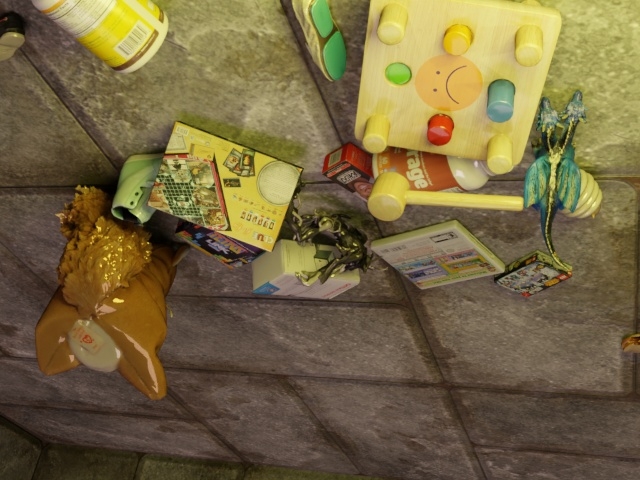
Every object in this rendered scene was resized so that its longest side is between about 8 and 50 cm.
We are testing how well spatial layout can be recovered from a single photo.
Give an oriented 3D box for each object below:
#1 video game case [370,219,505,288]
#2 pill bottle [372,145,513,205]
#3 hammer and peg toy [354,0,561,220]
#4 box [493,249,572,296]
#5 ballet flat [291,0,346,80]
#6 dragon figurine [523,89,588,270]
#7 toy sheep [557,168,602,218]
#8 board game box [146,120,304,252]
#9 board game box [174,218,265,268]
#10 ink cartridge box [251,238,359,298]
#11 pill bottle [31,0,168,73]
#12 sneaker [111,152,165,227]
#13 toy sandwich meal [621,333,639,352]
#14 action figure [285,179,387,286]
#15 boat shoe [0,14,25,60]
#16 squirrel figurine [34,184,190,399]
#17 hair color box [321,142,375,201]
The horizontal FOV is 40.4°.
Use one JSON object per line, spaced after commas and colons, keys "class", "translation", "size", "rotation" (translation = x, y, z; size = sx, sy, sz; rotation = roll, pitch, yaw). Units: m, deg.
{"class": "video game case", "translation": [0.244, 0.033, 1.815], "size": [0.212, 0.023, 0.193], "rotation": [-16, 140, 38]}
{"class": "pill bottle", "translation": [0.203, -0.134, 1.438], "size": [0.216, 0.121, 0.121], "rotation": [-13, 142, 36]}
{"class": "hammer and peg toy", "translation": [0.186, -0.189, 1.263], "size": [0.266, 0.127, 0.361], "rotation": [9, 134, 5]}
{"class": "box", "translation": [0.439, 0.071, 1.802], "size": [0.094, 0.027, 0.137], "rotation": [23, 149, -20]}
{"class": "ballet flat", "translation": [-0.002, -0.309, 1.294], "size": [0.052, 0.057, 0.168], "rotation": [29, 157, 30]}
{"class": "dragon figurine", "translation": [0.366, -0.091, 1.373], "size": [0.085, 0.289, 0.144], "rotation": [6, -172, 15]}
{"class": "toy sheep", "translation": [0.428, -0.083, 1.483], "size": [0.132, 0.091, 0.091], "rotation": [31, 146, -21]}
{"class": "board game box", "translation": [-0.172, -0.098, 1.577], "size": [0.243, 0.165, 0.042], "rotation": [21, -172, 0]}
{"class": "board game box", "translation": [-0.205, -0.008, 1.886], "size": [0.141, 0.048, 0.170], "rotation": [-18, 140, 43]}
{"class": "ink cartridge box", "translation": [-0.033, 0.066, 1.863], "size": [0.191, 0.082, 0.140], "rotation": [6, 157, -33]}
{"class": "pill bottle", "translation": [-0.334, -0.349, 1.265], "size": [0.117, 0.117, 0.215], "rotation": [-13, 142, 38]}
{"class": "sneaker", "translation": [-0.284, -0.097, 1.653], "size": [0.256, 0.151, 0.094], "rotation": [-8, 143, 29]}
{"class": "toy sandwich meal", "translation": [0.733, 0.240, 1.985], "size": [0.086, 0.029, 0.085], "rotation": [9, 151, 5]}
{"class": "action figure", "translation": [0.000, 0.000, 1.716], "size": [0.141, 0.164, 0.276], "rotation": [-41, 118, 22]}
{"class": "boat shoe", "translation": [-0.533, -0.333, 1.449], "size": [0.049, 0.042, 0.133], "rotation": [4, 164, -44]}
{"class": "squirrel figurine", "translation": [-0.417, 0.076, 1.864], "size": [0.281, 0.370, 0.397], "rotation": [5, 121, 14]}
{"class": "hair color box", "translation": [0.079, -0.117, 1.592], "size": [0.141, 0.043, 0.072], "rotation": [29, 146, -29]}
